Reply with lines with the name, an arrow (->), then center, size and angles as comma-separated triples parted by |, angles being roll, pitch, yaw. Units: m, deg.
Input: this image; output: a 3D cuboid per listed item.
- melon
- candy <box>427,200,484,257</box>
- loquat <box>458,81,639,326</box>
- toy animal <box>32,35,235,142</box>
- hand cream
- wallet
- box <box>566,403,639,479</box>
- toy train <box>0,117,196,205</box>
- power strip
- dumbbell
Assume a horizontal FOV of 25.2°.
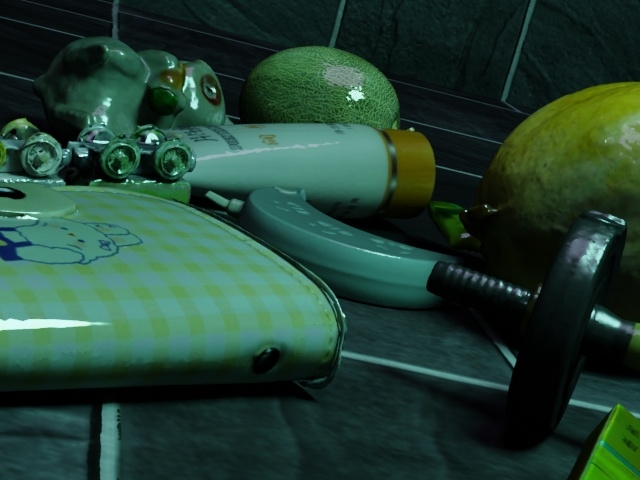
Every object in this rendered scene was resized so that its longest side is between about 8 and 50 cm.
melon -> 0.006, -0.133, 1.504 | 0.192, 0.139, 0.139 | 16, 12, 16
candy -> 0.219, 0.014, 1.285 | 0.246, 0.069, 0.149 | 6, 9, -5
loquat -> 0.233, -0.021, 1.110 | 0.238, 0.193, 0.238 | -16, 22, 7
toy animal -> -0.158, -0.136, 1.392 | 0.138, 0.108, 0.236 | 12, 7, 39
hand cream -> -0.052, -0.066, 1.304 | 0.314, 0.089, 0.140 | -1, 17, -29
wallet -> -0.163, 0.025, 0.808 | 0.310, 0.077, 0.223 | 3, 21, -41
box -> 0.165, 0.147, 0.657 | 0.121, 0.030, 0.193 | 39, 19, 9
toy train -> -0.188, -0.046, 1.053 | 0.202, 0.081, 0.060 | -1, 18, -30
power strip -> 0.000, 0.000, 1.145 | 0.216, 0.044, 0.137 | 24, 16, 31
dumbbell -> 0.218, 0.073, 0.864 | 0.326, 0.143, 0.143 | 20, 14, 17
